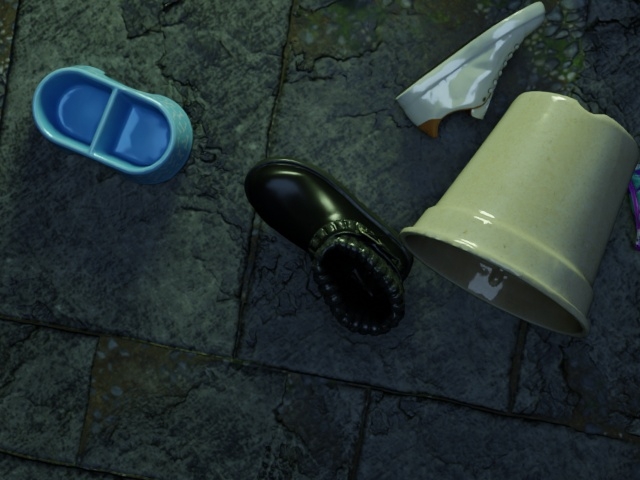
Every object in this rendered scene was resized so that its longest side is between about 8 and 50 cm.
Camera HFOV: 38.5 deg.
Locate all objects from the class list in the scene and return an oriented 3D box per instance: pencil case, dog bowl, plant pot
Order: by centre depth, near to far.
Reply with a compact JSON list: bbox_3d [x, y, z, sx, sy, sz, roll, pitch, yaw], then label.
[{"bbox_3d":[0.343,-0.058,1.479,0.334,0.334,0.305,29,82,3],"label":"plant pot"},{"bbox_3d":[0.558,-0.058,1.565,0.070,0.064,0.151,-11,90,-20],"label":"pencil case"},{"bbox_3d":[-0.377,-0.209,1.633,0.297,0.074,0.165,23,93,4],"label":"dog bowl"}]

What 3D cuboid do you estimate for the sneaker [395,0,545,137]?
[{"bbox_3d":[0.278,-0.286,1.572,0.290,0.106,0.123,-36,95,14],"label":"sneaker"}]

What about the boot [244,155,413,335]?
[{"bbox_3d":[0.003,-0.003,1.502,0.348,0.260,0.131,31,111,2],"label":"boot"}]
